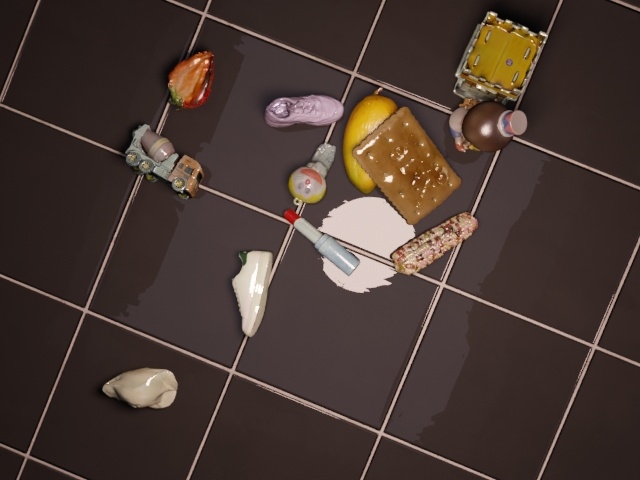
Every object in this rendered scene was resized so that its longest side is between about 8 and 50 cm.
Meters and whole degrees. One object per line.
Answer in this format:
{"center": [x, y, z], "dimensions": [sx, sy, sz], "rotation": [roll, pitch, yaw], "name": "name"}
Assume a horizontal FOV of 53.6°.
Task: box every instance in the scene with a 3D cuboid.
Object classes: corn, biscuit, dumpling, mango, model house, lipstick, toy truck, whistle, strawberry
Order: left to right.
{"center": [-0.544, 0.462, 1.944], "dimensions": [0.229, 0.124, 0.151], "rotation": [-6, 127, 7], "name": "dumpling"}
{"center": [-0.475, -0.241, 1.929], "dimensions": [0.257, 0.108, 0.140], "rotation": [28, 78, 4], "name": "toy truck"}
{"center": [-0.389, -0.478, 1.930], "dimensions": [0.141, 0.085, 0.192], "rotation": [5, 86, 10], "name": "strawberry"}
{"center": [-0.020, -0.202, 1.913], "dimensions": [0.123, 0.123, 0.223], "rotation": [30, 77, 1], "name": "whistle"}
{"center": [0.000, 0.000, 1.934], "dimensions": [0.274, 0.068, 0.061], "rotation": [40, 99, 8], "name": "lipstick"}
{"center": [0.156, -0.299, 1.904], "dimensions": [0.177, 0.119, 0.316], "rotation": [14, 100, -3], "name": "mango"}
{"center": [0.261, -0.213, 1.871], "dimensions": [0.217, 0.044, 0.325], "rotation": [-41, 115, 1], "name": "biscuit"}
{"center": [0.344, 0.008, 1.916], "dimensions": [0.281, 0.092, 0.092], "rotation": [-33, 90, -3], "name": "corn"}
{"center": [0.511, -0.512, 1.833], "dimensions": [0.199, 0.215, 0.224], "rotation": [23, 92, 5], "name": "model house"}

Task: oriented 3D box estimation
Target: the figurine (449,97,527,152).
{"center": [0.475, -0.322, 1.812], "dimensions": [0.158, 0.275, 0.161], "rotation": [31, 95, -14], "name": "figurine"}

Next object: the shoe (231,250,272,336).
{"center": [-0.221, 0.155, 1.935], "dimensions": [0.110, 0.095, 0.264], "rotation": [13, 86, 7], "name": "shoe"}

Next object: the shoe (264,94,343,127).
{"center": [-0.053, -0.391, 1.894], "dimensions": [0.245, 0.137, 0.095], "rotation": [-5, 95, 2], "name": "shoe"}
